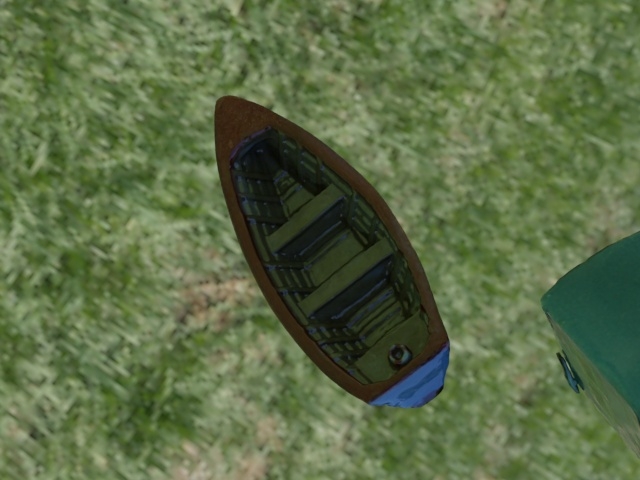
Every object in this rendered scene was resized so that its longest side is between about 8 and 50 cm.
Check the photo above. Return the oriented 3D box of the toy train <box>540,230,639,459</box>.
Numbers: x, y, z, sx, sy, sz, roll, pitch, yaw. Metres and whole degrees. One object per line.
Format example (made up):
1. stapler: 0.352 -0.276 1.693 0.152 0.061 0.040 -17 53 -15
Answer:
1. toy train: 0.229 0.142 0.794 0.120 0.194 0.298 -31 126 -3

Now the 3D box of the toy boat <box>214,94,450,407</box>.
1. toy boat: 0.000 0.000 1.383 0.136 0.392 0.079 -37 137 4
